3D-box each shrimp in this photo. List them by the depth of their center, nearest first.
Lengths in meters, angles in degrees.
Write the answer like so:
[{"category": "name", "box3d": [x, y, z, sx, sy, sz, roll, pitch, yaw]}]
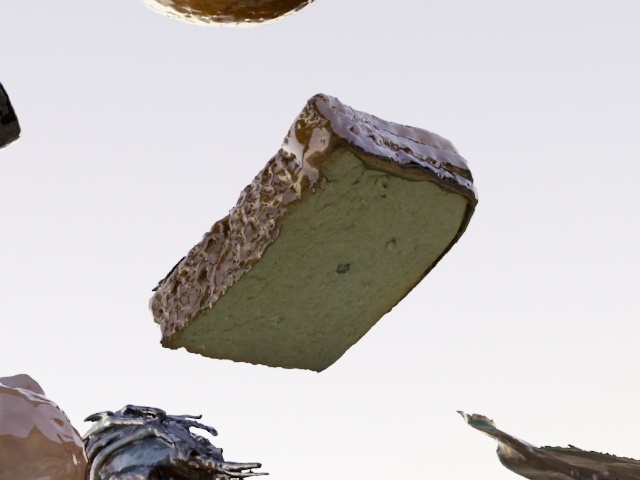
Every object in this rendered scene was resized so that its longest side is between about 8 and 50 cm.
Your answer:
[{"category": "shrimp", "box3d": [-0.092, 0.132, 0.859, 0.079, 0.090, 0.233, -33, 9, -35]}]

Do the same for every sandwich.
[{"category": "sandwich", "box3d": [0.000, -0.001, 1.288, 0.226, 0.087, 0.251, 15, -54, -45]}]

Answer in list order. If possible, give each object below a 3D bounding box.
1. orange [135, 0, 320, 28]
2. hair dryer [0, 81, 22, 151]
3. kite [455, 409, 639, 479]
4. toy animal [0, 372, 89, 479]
[{"category": "orange", "box3d": [-0.071, -0.293, 1.112, 0.274, 0.274, 0.274, -22, -18, -8]}, {"category": "hair dryer", "box3d": [-0.376, -0.013, 1.272, 0.320, 0.156, 0.284, -42, -44, -9]}, {"category": "kite", "box3d": [0.218, 0.136, 0.539, 0.406, 0.368, 0.014, 88, -155, -69]}, {"category": "toy animal", "box3d": [-0.154, 0.046, 0.661, 0.185, 0.104, 0.184, 42, -103, -30]}]
